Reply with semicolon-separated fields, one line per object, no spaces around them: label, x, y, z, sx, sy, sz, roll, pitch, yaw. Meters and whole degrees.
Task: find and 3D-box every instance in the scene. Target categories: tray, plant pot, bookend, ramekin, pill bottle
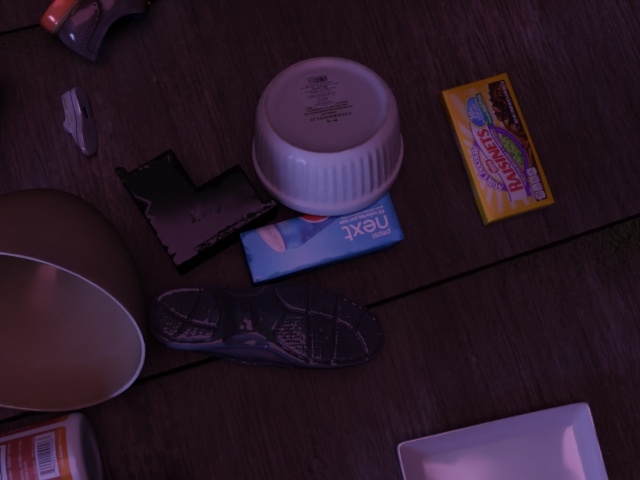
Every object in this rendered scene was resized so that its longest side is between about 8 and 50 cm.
tray;0.244;0.311;1.016;0.271;0.030;0.145;-11;80;-7
plant pot;-0.341;0.047;0.920;0.284;0.284;0.190;3;44;-4
bookend;-0.165;-0.062;1.031;0.156;0.072;0.157;-33;83;-11
ramekin;0.009;-0.145;1.010;0.207;0.109;0.207;-1;59;2
pill bottle;-0.381;0.291;0.921;0.216;0.121;0.121;-14;81;-7

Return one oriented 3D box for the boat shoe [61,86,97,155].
boat shoe;-0.337;-0.162;1.058;0.035;0.035;0.100;-17;84;20

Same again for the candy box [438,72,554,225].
candy box;0.253;-0.133;1.103;0.105;0.027;0.205;-17;81;-5

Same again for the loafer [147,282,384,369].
loafer;-0.072;0.115;1.004;0.303;0.095;0.109;7;68;-8

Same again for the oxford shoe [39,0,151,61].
oxford shoe;-0.270;-0.371;1.083;0.098;0.097;0.271;42;83;-17

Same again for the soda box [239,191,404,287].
soda box;0.000;0.000;1.036;0.210;0.067;0.071;-16;81;-8
